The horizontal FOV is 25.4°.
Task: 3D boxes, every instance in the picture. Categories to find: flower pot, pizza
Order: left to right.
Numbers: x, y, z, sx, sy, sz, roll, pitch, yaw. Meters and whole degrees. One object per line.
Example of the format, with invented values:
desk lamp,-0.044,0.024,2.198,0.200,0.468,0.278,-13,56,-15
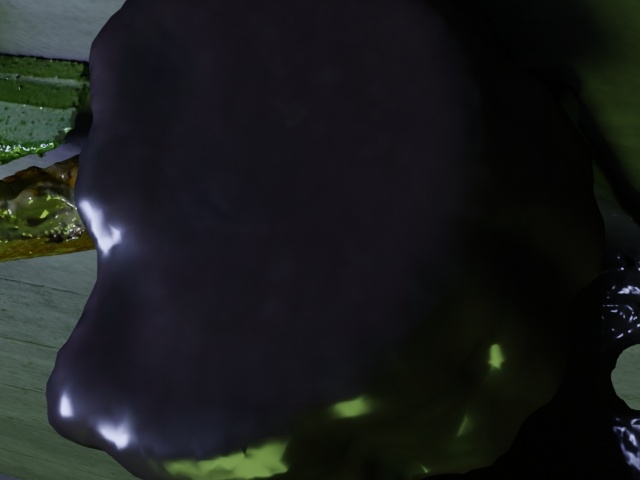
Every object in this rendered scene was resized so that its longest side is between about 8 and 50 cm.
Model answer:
pizza,-0.277,-0.027,1.370,0.324,0.089,0.223,-8,174,-7
flower pot,0.178,0.095,1.091,0.379,0.379,0.251,1,170,41

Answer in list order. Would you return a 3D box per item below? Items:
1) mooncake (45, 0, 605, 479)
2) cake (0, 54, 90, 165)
mooncake,0.000,0.000,0.947,0.351,0.381,0.212,9,164,36
cake,-0.310,-0.125,1.303,0.099,0.100,0.235,37,154,-33
